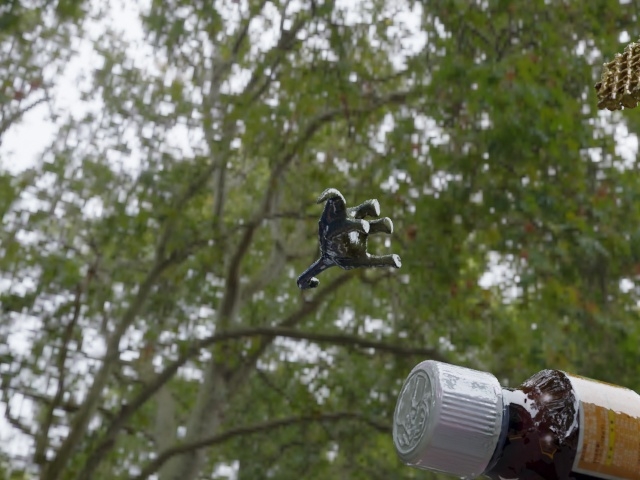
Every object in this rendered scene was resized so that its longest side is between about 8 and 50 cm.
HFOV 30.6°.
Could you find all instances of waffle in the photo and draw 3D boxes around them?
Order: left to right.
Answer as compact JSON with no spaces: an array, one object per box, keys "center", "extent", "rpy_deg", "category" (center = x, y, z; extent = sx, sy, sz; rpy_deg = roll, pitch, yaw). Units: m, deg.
[{"center":[0.524,-0.280,1.893],"extent":[0.191,0.191,0.038],"rpy_deg":[-27,-63,38],"category":"waffle"}]

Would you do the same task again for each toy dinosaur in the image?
[{"center":[0.000,0.000,1.623],"extent":[0.188,0.075,0.248],"rpy_deg":[-14,-29,24],"category":"toy dinosaur"}]

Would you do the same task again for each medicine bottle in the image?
[{"center":[0.321,0.307,1.821],"extent":[0.395,0.242,0.242],"rpy_deg":[17,-36,-21],"category":"medicine bottle"}]
